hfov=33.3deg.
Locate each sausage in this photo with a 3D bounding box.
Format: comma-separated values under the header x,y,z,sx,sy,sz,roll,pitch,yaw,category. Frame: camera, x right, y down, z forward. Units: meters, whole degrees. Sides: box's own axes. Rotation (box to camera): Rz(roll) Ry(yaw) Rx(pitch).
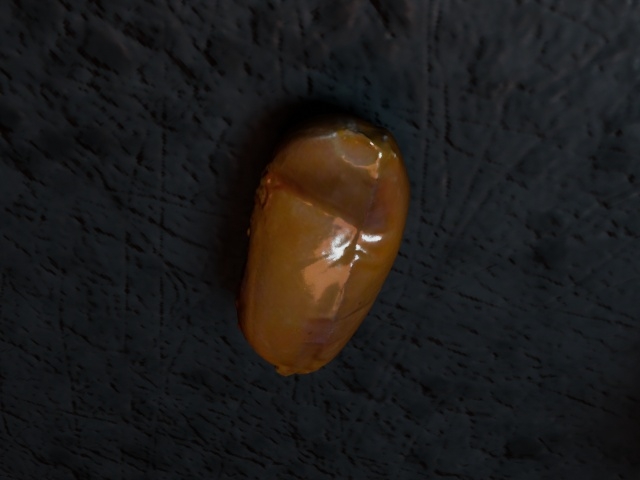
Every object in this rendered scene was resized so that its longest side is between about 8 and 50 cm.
x,y,z,sx,sy,sz,roll,pitch,yaw,category
0.000,0.000,0.597,0.089,0.089,0.179,16,129,-5,sausage
